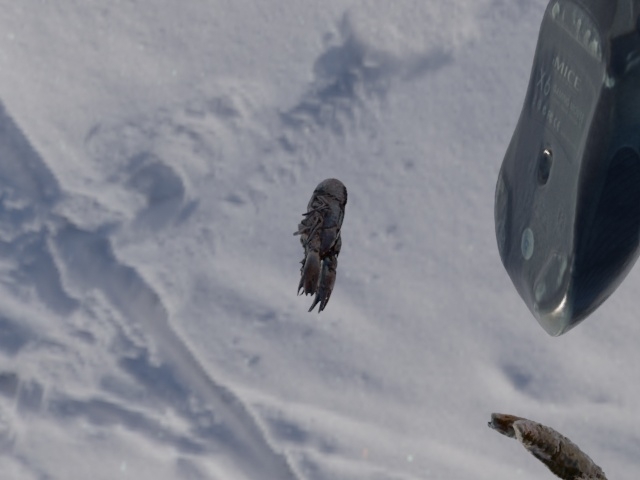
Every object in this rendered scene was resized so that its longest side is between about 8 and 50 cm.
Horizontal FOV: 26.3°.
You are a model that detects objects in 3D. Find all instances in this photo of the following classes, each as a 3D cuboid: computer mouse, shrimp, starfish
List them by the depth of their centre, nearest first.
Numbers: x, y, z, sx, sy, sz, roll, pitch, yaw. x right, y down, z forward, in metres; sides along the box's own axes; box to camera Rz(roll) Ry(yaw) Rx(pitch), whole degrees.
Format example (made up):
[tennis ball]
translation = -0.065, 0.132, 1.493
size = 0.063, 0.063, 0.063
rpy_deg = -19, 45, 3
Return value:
[shrimp]
translation = -0.002, 0.002, 0.913
size = 0.029, 0.092, 0.038
rpy_deg = 0, 172, 25
[computer mouse]
translation = 0.213, -0.098, 1.014
size = 0.090, 0.167, 0.379
rpy_deg = -1, 122, -15
[starfish]
translation = 0.273, 0.286, 1.468
size = 0.094, 0.327, 0.375
rpy_deg = -28, 120, 5
